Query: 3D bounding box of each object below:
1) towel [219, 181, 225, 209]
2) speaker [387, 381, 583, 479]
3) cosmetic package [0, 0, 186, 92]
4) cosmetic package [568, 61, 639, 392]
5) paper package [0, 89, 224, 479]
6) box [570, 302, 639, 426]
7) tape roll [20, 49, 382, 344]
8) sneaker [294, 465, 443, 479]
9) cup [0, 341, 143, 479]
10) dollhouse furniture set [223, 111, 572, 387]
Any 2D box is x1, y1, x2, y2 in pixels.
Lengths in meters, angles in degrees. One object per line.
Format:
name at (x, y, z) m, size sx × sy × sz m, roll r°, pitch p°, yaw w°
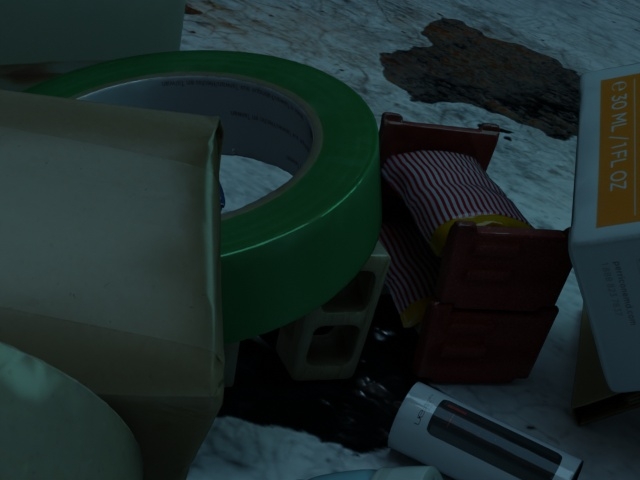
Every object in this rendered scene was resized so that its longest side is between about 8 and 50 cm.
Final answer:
towel at (-0.151, -0.051, 1.233) m, size 0.119 × 0.029 × 0.067 m, roll 5°, pitch 29°, yaw -17°
speaker at (0.119, 0.156, 0.967) m, size 0.136 × 0.055 × 0.055 m, roll 25°, pitch 30°, yaw 18°
cosmetic package at (-0.290, -0.201, 1.220) m, size 0.296 × 0.129 × 0.153 m, roll -1°, pitch 32°, yaw -22°
cosmetic package at (0.424, -0.041, 0.971) m, size 0.453 × 0.161 × 0.230 m, roll -9°, pitch 38°, yaw 19°
paper package at (-0.230, 0.064, 0.671) m, size 0.325 × 0.309 × 0.168 m, roll 6°, pitch 55°, yaw -16°
box at (0.296, 0.074, 1.124) m, size 0.164 × 0.021 × 0.201 m, roll -23°, pitch 18°, yaw 24°
tape roll at (-0.114, -0.041, 0.994) m, size 0.321 × 0.077 × 0.321 m, roll -3°, pitch 34°, yaw 2°
sneaker at (-0.031, 0.239, 0.685) m, size 0.150 × 0.135 × 0.366 m, roll -8°, pitch 13°, yaw 19°
cup at (-0.233, 0.198, 0.502) m, size 0.331 × 0.331 × 0.237 m, roll 5°, pitch 56°, yaw -17°
dollhouse furniture set at (0.000, 0.000, 1.084) m, size 0.374 × 0.152 × 0.201 m, roll 2°, pitch 31°, yaw -22°
